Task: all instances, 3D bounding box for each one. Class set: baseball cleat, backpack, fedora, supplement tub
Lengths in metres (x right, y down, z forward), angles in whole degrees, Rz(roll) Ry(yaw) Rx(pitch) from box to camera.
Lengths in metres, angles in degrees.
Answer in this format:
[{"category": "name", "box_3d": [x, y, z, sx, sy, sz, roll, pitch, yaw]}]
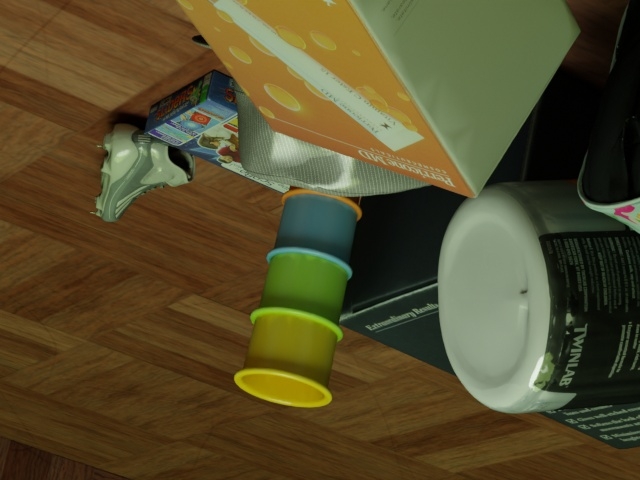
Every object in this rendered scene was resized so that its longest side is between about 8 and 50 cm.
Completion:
[{"category": "baseball cleat", "box_3d": [-0.195, -0.066, 2.122, 0.109, 0.072, 0.206, 7, 163, -6]}, {"category": "backpack", "box_3d": [0.319, -0.101, 1.483, 0.191, 0.253, 0.225, 38, 150, -19]}, {"category": "fedora", "box_3d": [0.019, -0.108, 1.709, 0.275, 0.124, 0.244, 1, -170, -21]}, {"category": "supplement tub", "box_3d": [0.275, 0.042, 1.640, 0.316, 0.193, 0.193, -2, 165, -27]}]

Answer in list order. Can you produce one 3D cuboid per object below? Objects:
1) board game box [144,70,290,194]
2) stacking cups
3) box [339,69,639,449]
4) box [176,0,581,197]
[{"category": "board game box", "box_3d": [-0.064, -0.105, 2.007, 0.201, 0.035, 0.136, 23, 155, -28]}, {"category": "stacking cups", "box_3d": [0.000, 0.000, 1.855, 0.096, 0.316, 0.096, 12, 157, 5]}, {"category": "box", "box_3d": [0.265, 0.033, 1.930, 0.395, 0.212, 0.293, 25, 155, -26]}, {"category": "box", "box_3d": [0.012, -0.213, 1.393, 0.215, 0.168, 0.345, 20, 160, 37]}]
